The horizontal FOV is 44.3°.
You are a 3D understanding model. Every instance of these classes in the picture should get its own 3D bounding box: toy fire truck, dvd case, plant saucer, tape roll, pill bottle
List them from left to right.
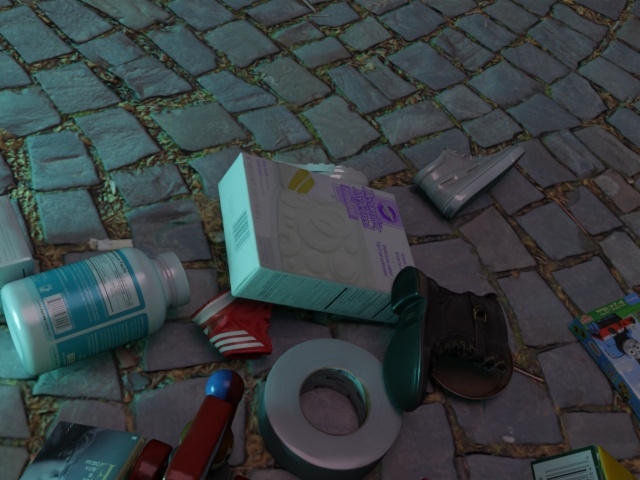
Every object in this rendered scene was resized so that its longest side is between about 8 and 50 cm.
[{"bbox_3d":[-0.351,0.344,1.048,0.164,0.018,0.221,0,44,30],"label":"dvd case"},{"bbox_3d":[-0.341,0.098,1.215,0.264,0.146,0.146,-18,60,-27],"label":"pill bottle"},{"bbox_3d":[-0.162,0.304,1.006,0.169,0.254,0.302,24,22,1],"label":"toy fire truck"},{"bbox_3d":[0.015,0.265,1.229,0.219,0.072,0.219,7,53,-9],"label":"tape roll"},{"bbox_3d":[0.252,0.204,1.366,0.168,0.029,0.169,7,52,-9],"label":"plant saucer"}]

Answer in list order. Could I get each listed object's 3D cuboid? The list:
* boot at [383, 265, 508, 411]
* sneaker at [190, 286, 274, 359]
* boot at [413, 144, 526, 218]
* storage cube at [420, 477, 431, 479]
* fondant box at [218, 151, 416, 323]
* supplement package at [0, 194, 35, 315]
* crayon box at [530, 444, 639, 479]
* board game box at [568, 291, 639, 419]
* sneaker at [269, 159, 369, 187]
[{"bbox_3d":[0.222,0.174,1.282,0.228,0.091,0.263,24,57,-27],"label":"boot"},{"bbox_3d":[-0.103,0.125,1.319,0.221,0.087,0.128,-31,87,-37],"label":"sneaker"},{"bbox_3d":[0.306,-0.157,1.613,0.258,0.095,0.123,-35,75,-32],"label":"boot"},{"bbox_3d":[0.152,0.461,1.030,0.183,0.215,0.193,29,58,7],"label":"storage cube"},{"bbox_3d":[0.000,0.000,1.349,0.330,0.096,0.238,14,48,-32],"label":"fondant box"},{"bbox_3d":[-0.574,0.048,1.195,0.244,0.139,0.134,-18,61,-27],"label":"supplement package"},{"bbox_3d":[0.414,0.494,1.025,0.313,0.106,0.363,40,36,-42],"label":"crayon box"},{"bbox_3d":[0.583,0.209,1.443,0.160,0.039,0.212,-17,60,-26],"label":"board game box"},{"bbox_3d":[-0.022,-0.091,1.497,0.234,0.090,0.095,0,66,-10],"label":"sneaker"}]
